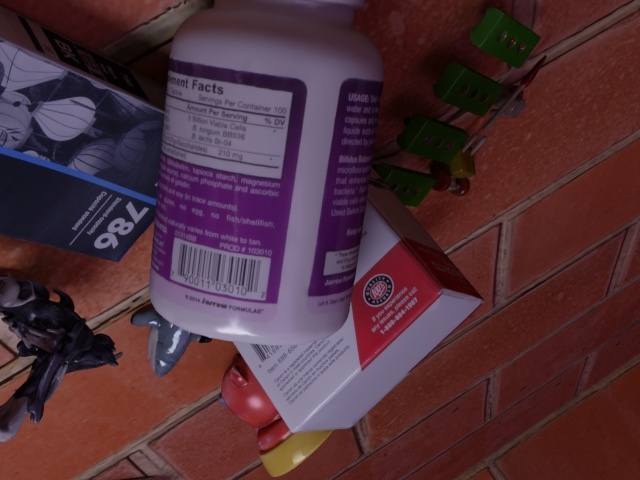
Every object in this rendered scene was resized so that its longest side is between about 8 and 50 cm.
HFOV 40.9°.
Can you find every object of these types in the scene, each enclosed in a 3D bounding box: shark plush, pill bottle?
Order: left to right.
[{"bbox_3d":[-0.140,0.094,0.991,0.161,0.067,0.073,-30,155,16],"label":"shark plush"},{"bbox_3d":[-0.041,-0.084,0.682,0.169,0.169,0.302,-4,107,-43],"label":"pill bottle"}]

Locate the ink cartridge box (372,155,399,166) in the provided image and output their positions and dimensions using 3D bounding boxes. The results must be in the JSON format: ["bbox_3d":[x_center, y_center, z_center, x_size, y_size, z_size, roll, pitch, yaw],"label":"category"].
[{"bbox_3d":[0.000,0.000,1.070,0.180,0.056,0.225,-15,125,-32],"label":"ink cartridge box"}]

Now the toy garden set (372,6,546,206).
[{"bbox_3d":[0.166,-0.149,1.013,0.203,0.049,0.244,5,126,-55],"label":"toy garden set"}]

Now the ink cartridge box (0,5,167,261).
[{"bbox_3d":[-0.206,-0.073,0.722,0.165,0.065,0.332,-47,149,17],"label":"ink cartridge box"}]

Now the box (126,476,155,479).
[{"bbox_3d":[-0.358,0.393,1.213,0.063,0.067,0.324,-50,147,20],"label":"box"}]

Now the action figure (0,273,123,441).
[{"bbox_3d":[-0.296,0.085,0.760,0.141,0.164,0.276,-58,145,-14],"label":"action figure"}]

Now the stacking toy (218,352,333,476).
[{"bbox_3d":[-0.016,0.138,1.099,0.279,0.130,0.309,-44,-176,-11],"label":"stacking toy"}]

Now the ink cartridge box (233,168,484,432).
[{"bbox_3d":[-0.008,0.020,0.849,0.197,0.273,0.114,-46,153,16],"label":"ink cartridge box"}]
